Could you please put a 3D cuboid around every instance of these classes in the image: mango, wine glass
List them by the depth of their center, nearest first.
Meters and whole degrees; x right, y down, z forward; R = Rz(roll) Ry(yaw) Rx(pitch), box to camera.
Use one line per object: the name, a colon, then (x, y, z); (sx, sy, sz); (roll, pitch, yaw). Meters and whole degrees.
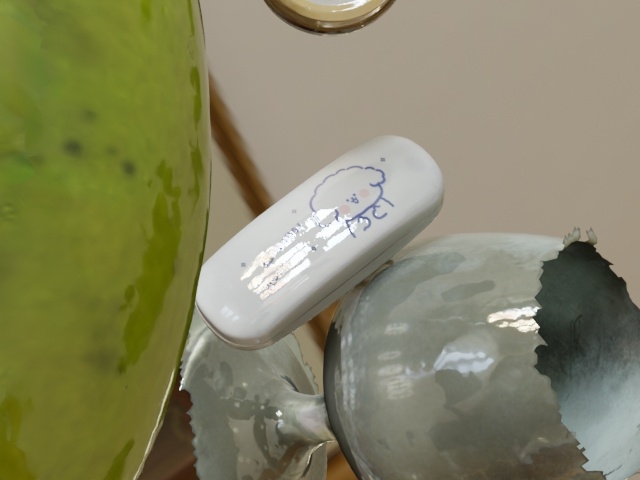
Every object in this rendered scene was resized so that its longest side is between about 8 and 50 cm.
mango: (-0.115, -0.013, 0.418); (0.185, 0.273, 0.149); (18, -8, 25)
wine glass: (0.070, 0.112, 1.264); (0.323, 0.238, 0.238); (-14, -60, 31)

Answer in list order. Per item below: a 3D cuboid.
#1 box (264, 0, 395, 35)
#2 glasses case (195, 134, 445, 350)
box: (0.006, -0.188, 1.130); (0.105, 0.105, 0.037); (53, -8, 5)
glasses case: (0.000, 0.000, 1.191); (0.076, 0.197, 0.049); (47, -15, 27)
